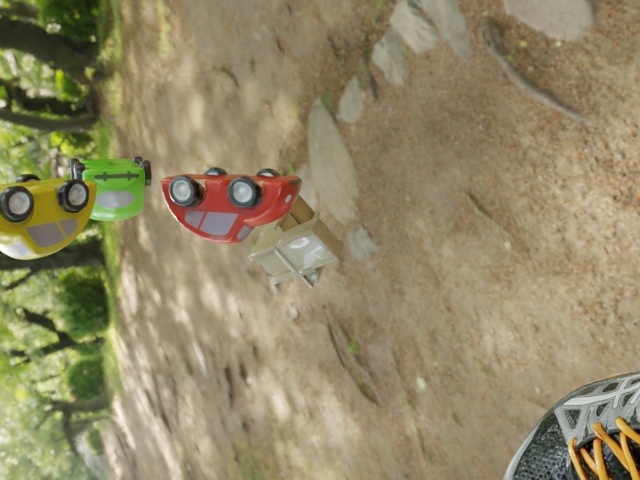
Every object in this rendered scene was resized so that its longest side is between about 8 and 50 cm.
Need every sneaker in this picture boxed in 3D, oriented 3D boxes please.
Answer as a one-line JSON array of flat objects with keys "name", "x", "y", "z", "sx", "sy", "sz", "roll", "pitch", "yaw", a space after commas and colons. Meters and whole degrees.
[{"name": "sneaker", "x": 0.183, "y": 0.102, "z": 0.411, "sx": 0.084, "sy": 0.215, "sz": 0.083, "roll": 59, "pitch": -158, "yaw": 16}]

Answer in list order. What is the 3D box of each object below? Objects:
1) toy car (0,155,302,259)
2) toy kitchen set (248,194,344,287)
[{"name": "toy car", "x": -0.153, "y": -0.031, "z": 0.602, "sx": 0.225, "sy": 0.239, "sz": 0.053, "roll": -152, "pitch": 60, "yaw": -68}, {"name": "toy kitchen set", "x": 0.000, "y": 0.000, "z": 0.650, "sx": 0.075, "sy": 0.083, "sz": 0.068, "roll": -23, "pitch": 119, "yaw": 38}]
